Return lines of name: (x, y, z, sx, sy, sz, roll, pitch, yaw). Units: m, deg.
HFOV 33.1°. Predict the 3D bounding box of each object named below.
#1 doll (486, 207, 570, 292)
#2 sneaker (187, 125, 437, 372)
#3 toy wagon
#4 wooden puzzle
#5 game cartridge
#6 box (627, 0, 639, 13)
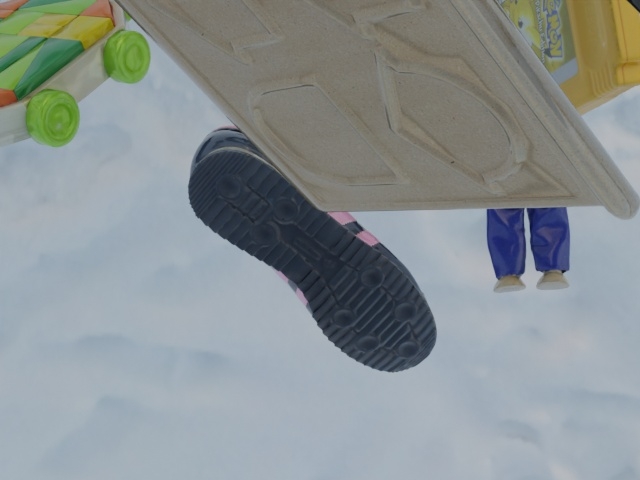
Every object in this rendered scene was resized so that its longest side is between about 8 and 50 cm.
doll: (0.173, -0.050, 0.952, 0.129, 0.189, 0.046, -5, 167, 13)
sneaker: (0.000, 0.000, 1.082, 0.112, 0.131, 0.319, -38, 114, 14)
toy wagon: (-0.313, -0.204, 1.169, 0.267, 0.344, 0.068, 12, 135, 32)
wooden puzzle: (0.009, -0.140, 0.701, 0.322, 0.348, 0.080, 46, 68, -30)
game cartridge: (0.308, -0.302, 1.418, 0.053, 0.324, 0.285, -7, 83, -14)
box: (0.304, -0.155, 0.507, 0.295, 0.073, 0.293, 44, 73, -1)
